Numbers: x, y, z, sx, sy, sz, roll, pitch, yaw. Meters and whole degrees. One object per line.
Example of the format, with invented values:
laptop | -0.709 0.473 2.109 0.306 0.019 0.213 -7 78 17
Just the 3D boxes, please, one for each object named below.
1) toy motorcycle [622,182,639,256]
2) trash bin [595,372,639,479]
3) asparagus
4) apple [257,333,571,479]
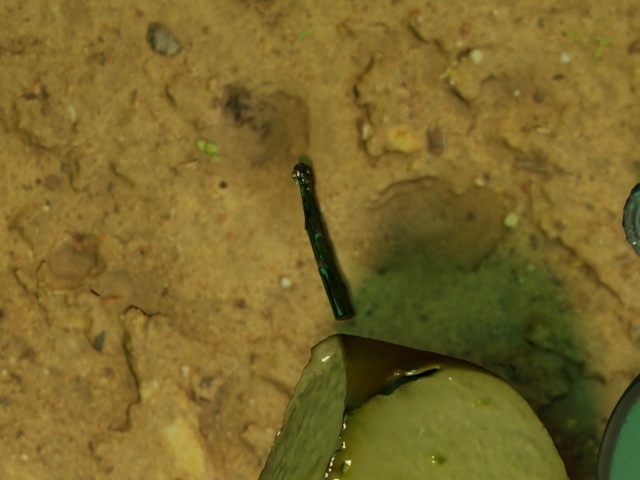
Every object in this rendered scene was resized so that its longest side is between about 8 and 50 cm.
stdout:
toy motorcycle | 0.281 -0.076 1.089 0.122 0.082 0.213 20 102 25
trash bin | 0.292 0.162 1.030 0.236 0.101 0.177 15 86 24
asparagus | 0.000 0.000 1.235 0.018 0.015 0.127 -20 74 11
apple | 0.027 0.236 1.095 0.254 0.179 0.346 21 92 39
